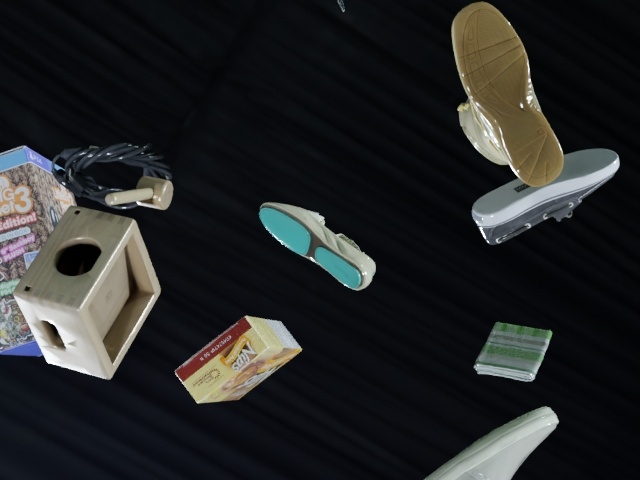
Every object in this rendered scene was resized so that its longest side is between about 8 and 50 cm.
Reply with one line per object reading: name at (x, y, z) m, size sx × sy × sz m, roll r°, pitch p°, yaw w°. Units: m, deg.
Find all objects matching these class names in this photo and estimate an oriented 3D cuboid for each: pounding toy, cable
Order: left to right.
pounding toy at (-0.241, 0.008, 1.380) m, size 0.181 × 0.094 × 0.206 m, roll 78°, pitch 31°, yaw -49°
cable at (-0.288, -0.097, 1.837) m, size 0.150 × 0.184 × 0.047 m, roll -18°, pitch -116°, yaw 15°

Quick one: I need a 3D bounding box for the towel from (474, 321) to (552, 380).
towel at (0.356, 0.205, 2.353) m, size 0.152 × 0.113 × 0.023 m, roll -51°, pitch 145°, yaw -53°

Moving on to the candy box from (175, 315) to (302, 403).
candy box at (-0.162, 0.246, 2.633) m, size 0.183 × 0.088 × 0.316 m, roll -38°, pitch 169°, yaw 5°

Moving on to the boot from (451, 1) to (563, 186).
boot at (0.235, -0.209, 1.779) m, size 0.095 × 0.262 × 0.203 m, roll -30°, pitch -165°, yaw -1°

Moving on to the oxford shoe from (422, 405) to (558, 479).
oxford shoe at (0.174, 0.400, 1.819) m, size 0.449 × 0.130 × 0.169 m, roll -37°, pitch 162°, yaw -13°

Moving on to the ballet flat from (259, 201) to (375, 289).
ballet flat at (0.000, 0.000, 2.361) m, size 0.086 × 0.248 × 0.086 m, roll -48°, pitch 167°, yaw -15°

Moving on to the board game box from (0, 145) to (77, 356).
board game box at (-0.459, 0.025, 2.034) m, size 0.141 × 0.291 × 0.232 m, roll -18°, pitch 173°, yaw 2°

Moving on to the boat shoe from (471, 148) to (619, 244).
boat shoe at (0.333, -0.058, 1.868) m, size 0.228 × 0.076 × 0.080 m, roll -26°, pitch -148°, yaw -6°

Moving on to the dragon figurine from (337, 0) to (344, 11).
dragon figurine at (0.047, -0.531, 2.099) m, size 0.144 × 0.085 × 0.289 m, roll 1°, pitch 118°, yaw -62°
